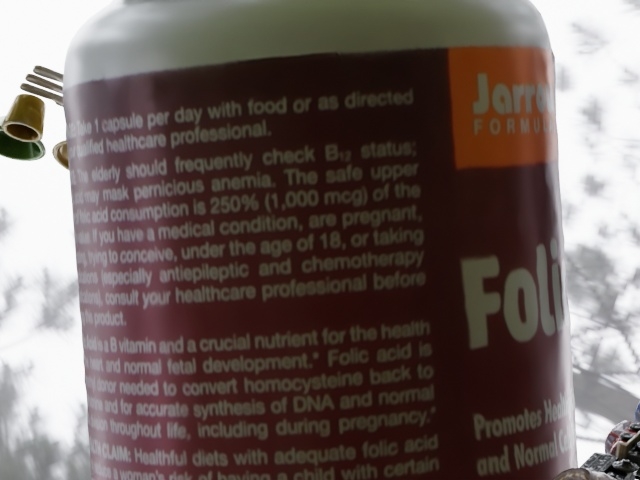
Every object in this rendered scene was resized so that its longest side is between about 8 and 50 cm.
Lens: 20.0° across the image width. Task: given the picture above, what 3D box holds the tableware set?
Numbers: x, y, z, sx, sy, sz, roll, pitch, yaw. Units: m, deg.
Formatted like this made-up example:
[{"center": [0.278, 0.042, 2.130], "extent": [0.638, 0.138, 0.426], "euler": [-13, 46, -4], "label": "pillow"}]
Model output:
[{"center": [-0.103, -0.042, 0.976], "extent": [0.154, 0.104, 0.024], "euler": [20, -115, -20], "label": "tableware set"}]

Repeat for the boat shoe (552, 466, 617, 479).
[{"center": [0.039, 0.135, 0.533], "extent": [0.060, 0.064, 0.178], "euler": [40, -113, -10], "label": "boat shoe"}]

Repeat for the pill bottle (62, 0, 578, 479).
[{"center": [0.000, 0.000, 0.827], "extent": [0.224, 0.224, 0.392], "euler": [-4, -88, -13], "label": "pill bottle"}]

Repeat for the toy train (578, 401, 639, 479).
[{"center": [0.185, 0.123, 1.065], "extent": [0.036, 0.158, 0.027], "euler": [11, -70, 28], "label": "toy train"}]
